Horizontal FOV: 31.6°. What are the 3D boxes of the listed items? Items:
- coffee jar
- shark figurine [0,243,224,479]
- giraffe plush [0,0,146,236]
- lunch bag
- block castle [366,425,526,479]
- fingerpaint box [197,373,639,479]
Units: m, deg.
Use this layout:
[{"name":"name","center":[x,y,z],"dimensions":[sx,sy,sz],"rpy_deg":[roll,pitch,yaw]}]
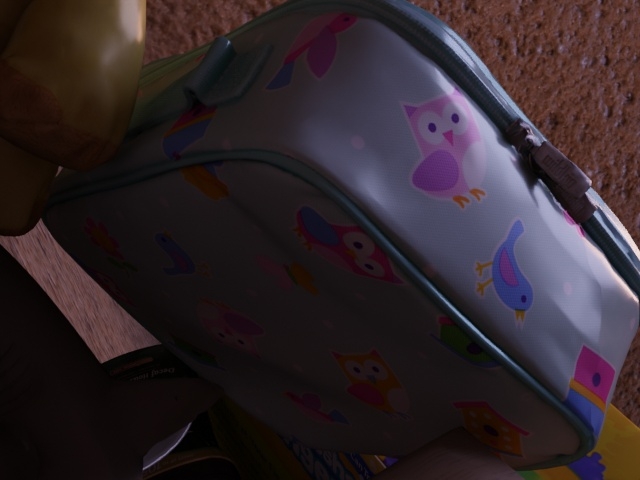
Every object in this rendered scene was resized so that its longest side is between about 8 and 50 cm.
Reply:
[{"name":"coffee jar","center":[-0.122,0.166,0.883],"dimensions":[0.184,0.096,0.079],"rpy_deg":[-124,-159,-51]},{"name":"shark figurine","center":[-0.105,0.101,0.600],"dimensions":[0.278,0.116,0.166],"rpy_deg":[75,-10,-58]},{"name":"giraffe plush","center":[-0.164,-0.121,0.455],"dimensions":[0.170,0.210,0.181],"rpy_deg":[16,38,-36]},{"name":"lunch bag","center":[0.000,0.000,0.522],"dimensions":[0.224,0.108,0.279],"rpy_deg":[47,-29,-22]},{"name":"block castle","center":[0.066,0.330,0.468],"dimensions":[0.303,0.213,0.453],"rpy_deg":[44,-26,39]},{"name":"fingerpaint box","center":[0.063,0.204,0.878],"dimensions":[0.445,0.163,0.371],"rpy_deg":[44,-33,44]}]
